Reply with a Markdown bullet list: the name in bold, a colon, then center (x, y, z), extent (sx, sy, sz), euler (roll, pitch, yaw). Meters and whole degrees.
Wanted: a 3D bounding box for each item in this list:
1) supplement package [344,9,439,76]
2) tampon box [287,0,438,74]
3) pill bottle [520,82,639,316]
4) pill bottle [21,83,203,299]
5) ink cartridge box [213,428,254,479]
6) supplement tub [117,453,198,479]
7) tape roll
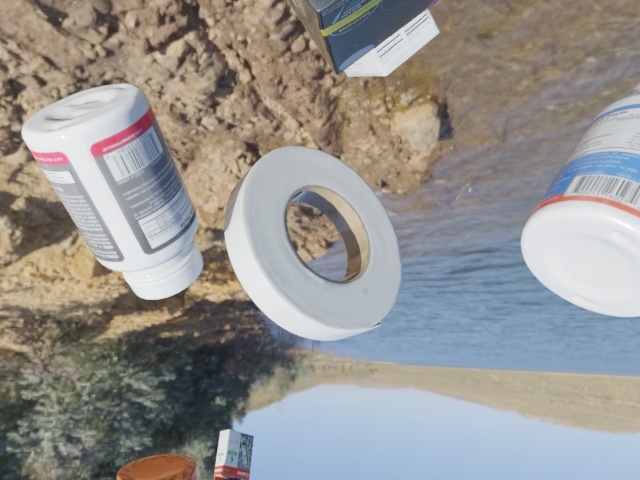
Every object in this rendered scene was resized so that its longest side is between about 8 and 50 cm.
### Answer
- **supplement package**: center (0.095, -0.463, 1.037), extent (0.203, 0.149, 0.194), euler (52, 174, -25)
- **tampon box**: center (0.027, -0.205, 0.347), extent (0.120, 0.101, 0.161), euler (-34, -179, 9)
- **pill bottle**: center (0.282, -0.051, 0.451), extent (0.124, 0.221, 0.124), euler (33, 153, 20)
- **pill bottle**: center (-0.299, -0.063, 0.795), extent (0.176, 0.176, 0.319), euler (-1, 128, 17)
- **ink cartridge box**: center (-0.156, 0.406, 0.911), extent (0.029, 0.115, 0.063), euler (-25, 137, 34)
- **supplement tub**: center (-0.339, 0.646, 1.058), extent (0.207, 0.338, 0.207), euler (-2, 177, 0)
- **tape roll**: center (0.000, 0.000, 0.990), extent (0.392, 0.392, 0.072), euler (13, 149, -36)
